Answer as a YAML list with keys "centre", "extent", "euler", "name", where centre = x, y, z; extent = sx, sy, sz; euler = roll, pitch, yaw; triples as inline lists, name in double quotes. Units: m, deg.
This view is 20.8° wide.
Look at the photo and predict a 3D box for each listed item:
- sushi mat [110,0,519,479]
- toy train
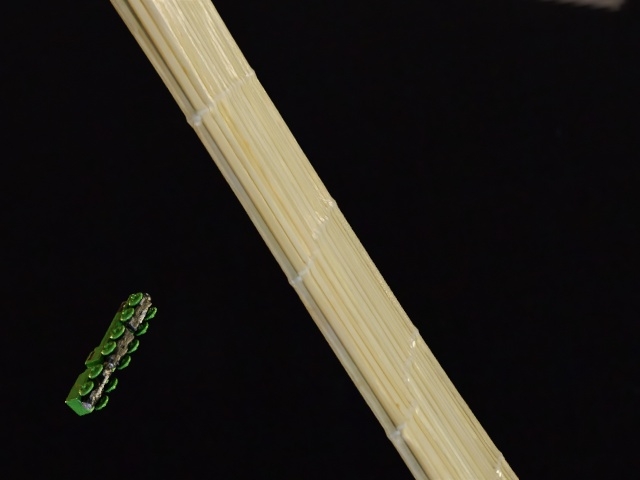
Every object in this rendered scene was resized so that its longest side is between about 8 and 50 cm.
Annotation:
- centre: [0.000, 0.000, 0.673]
  extent: [0.019, 0.317, 0.151]
  euler: [-31, -171, 7]
  name: "sushi mat"
- centre: [-0.114, 0.061, 0.947]
  extent: [0.023, 0.017, 0.083]
  euler: [-21, -149, 39]
  name: "toy train"
